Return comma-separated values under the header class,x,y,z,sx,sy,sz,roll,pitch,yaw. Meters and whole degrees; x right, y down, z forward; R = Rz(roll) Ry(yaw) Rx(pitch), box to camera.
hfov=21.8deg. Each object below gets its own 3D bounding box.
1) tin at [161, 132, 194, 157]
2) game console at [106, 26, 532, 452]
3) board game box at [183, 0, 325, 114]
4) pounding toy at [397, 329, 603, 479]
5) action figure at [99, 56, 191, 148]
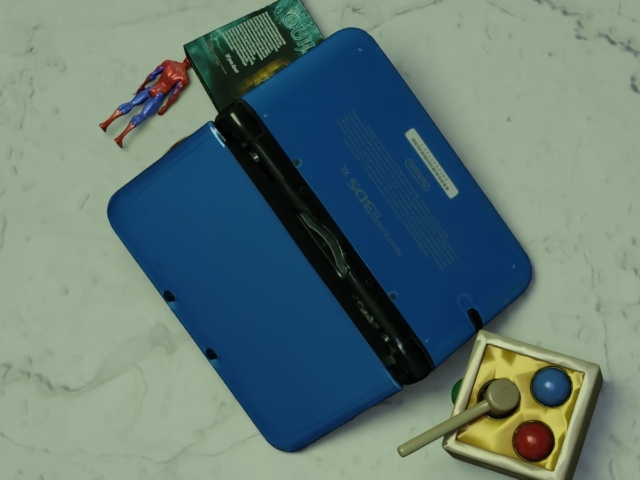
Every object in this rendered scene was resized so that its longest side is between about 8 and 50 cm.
class,x,y,z,sx,sy,sz,roll,pitch,yaw
tin,-0.071,-0.032,1.581,0.189,0.040,0.106,30,88,17
game console,0.000,0.000,1.515,0.250,0.173,0.293,-37,94,-30
board game box,-0.035,-0.139,1.583,0.126,0.026,0.186,-26,65,-8
pounding toy,0.159,0.153,1.451,0.141,0.100,0.130,16,80,15
action figure,-0.166,-0.141,1.633,0.115,0.030,0.038,-44,77,-7
